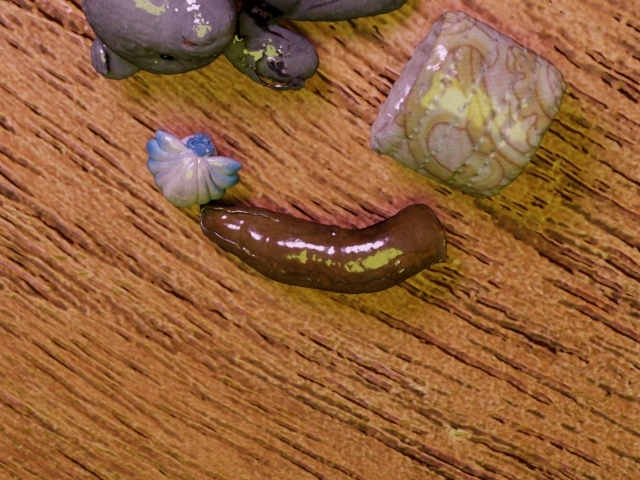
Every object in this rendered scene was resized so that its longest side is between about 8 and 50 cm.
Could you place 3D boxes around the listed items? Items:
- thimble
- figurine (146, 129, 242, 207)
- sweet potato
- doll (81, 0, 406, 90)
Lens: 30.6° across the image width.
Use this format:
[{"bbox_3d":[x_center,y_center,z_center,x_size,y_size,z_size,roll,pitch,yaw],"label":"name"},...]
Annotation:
[{"bbox_3d":[0.147,-0.131,1.206,0.143,0.137,0.190,27,127,-9],"label":"thimble"},{"bbox_3d":[-0.146,-0.076,1.299,0.114,0.079,0.114,6,154,3],"label":"figurine"},{"bbox_3d":[0.001,0.001,1.323,0.286,0.085,0.112,8,86,11],"label":"sweet potato"},{"bbox_3d":[-0.075,-0.252,1.148,0.340,0.158,0.245,-3,129,3],"label":"doll"}]
